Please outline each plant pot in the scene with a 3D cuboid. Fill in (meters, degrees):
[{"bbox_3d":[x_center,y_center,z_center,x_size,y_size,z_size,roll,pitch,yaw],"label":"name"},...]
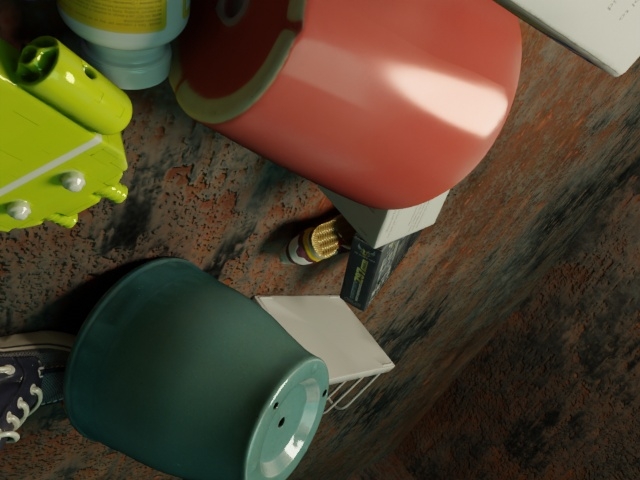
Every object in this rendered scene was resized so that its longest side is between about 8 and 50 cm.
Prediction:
[{"bbox_3d":[0.009,-0.179,0.579,0.243,0.275,0.275,9,125,-44],"label":"plant pot"},{"bbox_3d":[-0.138,0.188,0.803,0.271,0.255,0.272,-42,142,-45],"label":"plant pot"}]

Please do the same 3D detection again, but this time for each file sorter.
[{"bbox_3d":[-0.034,0.231,1.170,0.173,0.193,0.277,-50,152,21],"label":"file sorter"}]

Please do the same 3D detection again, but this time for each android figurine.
[{"bbox_3d":[-0.274,-0.075,0.501,0.248,0.056,0.273,-24,155,11],"label":"android figurine"}]

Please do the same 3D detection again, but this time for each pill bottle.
[{"bbox_3d":[-0.150,-0.213,0.464,0.103,0.103,0.184,-23,147,-32],"label":"pill bottle"}]

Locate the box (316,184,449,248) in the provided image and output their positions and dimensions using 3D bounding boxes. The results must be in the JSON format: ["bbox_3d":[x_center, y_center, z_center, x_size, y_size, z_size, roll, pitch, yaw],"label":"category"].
[{"bbox_3d":[0.083,-0.123,0.809,0.119,0.182,0.181,-21,146,-30],"label":"box"}]

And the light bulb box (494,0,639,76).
[{"bbox_3d":[0.054,-0.301,0.320,0.361,0.358,0.225,-4,137,-51],"label":"light bulb box"}]

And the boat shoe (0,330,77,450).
[{"bbox_3d":[-0.381,0.199,0.708,0.127,0.158,0.340,-50,151,16],"label":"boat shoe"}]

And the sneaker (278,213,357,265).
[{"bbox_3d":[0.000,0.000,1.023,0.084,0.070,0.185,-18,178,28],"label":"sneaker"}]

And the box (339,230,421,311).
[{"bbox_3d":[0.125,-0.012,1.081,0.233,0.059,0.183,-50,162,-34],"label":"box"}]

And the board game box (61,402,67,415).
[{"bbox_3d":[-0.285,0.205,0.963,0.193,0.045,0.147,-47,152,11],"label":"board game box"}]
